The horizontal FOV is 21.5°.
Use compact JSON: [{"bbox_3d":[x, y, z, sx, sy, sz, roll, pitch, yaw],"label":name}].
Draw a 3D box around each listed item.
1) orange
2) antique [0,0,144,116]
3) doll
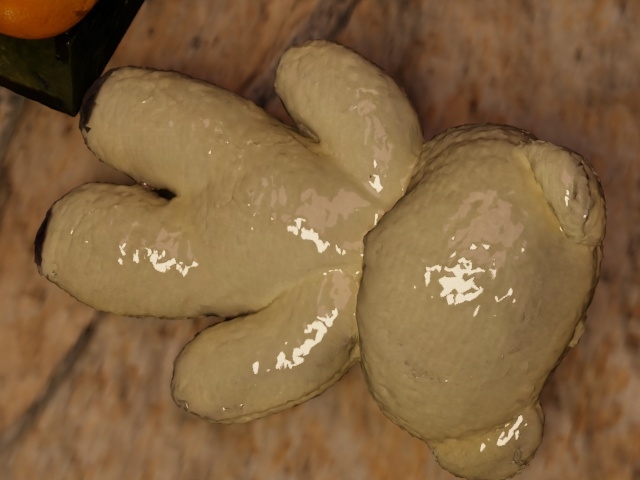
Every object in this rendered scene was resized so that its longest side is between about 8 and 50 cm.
[{"bbox_3d":[-0.142,-0.137,0.808,0.083,0.083,0.084,2,63,-3],"label":"orange"},{"bbox_3d":[-0.119,-0.184,0.925,0.080,0.081,0.221,24,63,6],"label":"antique"},{"bbox_3d":[0.002,-0.004,0.832,0.278,0.175,0.149,18,25,15],"label":"doll"}]
